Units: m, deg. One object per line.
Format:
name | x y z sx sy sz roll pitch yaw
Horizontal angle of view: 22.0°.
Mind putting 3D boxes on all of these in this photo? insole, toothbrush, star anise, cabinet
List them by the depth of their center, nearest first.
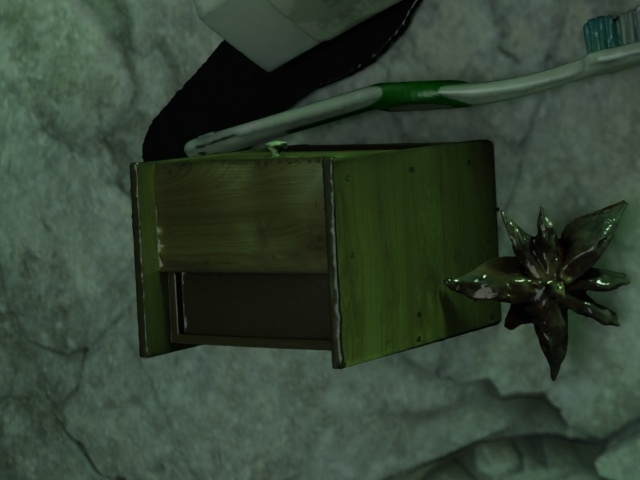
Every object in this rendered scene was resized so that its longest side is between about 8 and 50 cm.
star anise | 0.168 0.018 1.144 0.124 0.056 0.129 41 104 -12
cabinet | 0.000 0.000 1.176 0.175 0.215 0.148 0 97 35
toothbrush | 0.065 -0.103 1.220 0.418 0.042 0.040 -14 79 33
insole | -0.031 -0.146 1.307 0.348 0.009 0.119 -43 70 31

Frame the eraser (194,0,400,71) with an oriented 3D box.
eraser | 0.058 -0.294 1.172 0.397 0.082 0.213 -26 76 35
